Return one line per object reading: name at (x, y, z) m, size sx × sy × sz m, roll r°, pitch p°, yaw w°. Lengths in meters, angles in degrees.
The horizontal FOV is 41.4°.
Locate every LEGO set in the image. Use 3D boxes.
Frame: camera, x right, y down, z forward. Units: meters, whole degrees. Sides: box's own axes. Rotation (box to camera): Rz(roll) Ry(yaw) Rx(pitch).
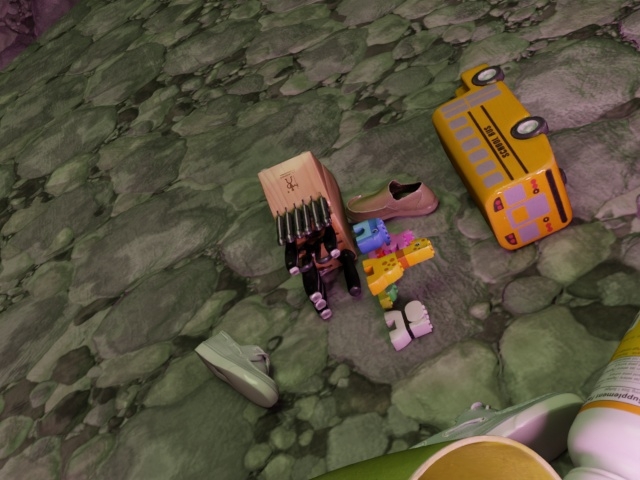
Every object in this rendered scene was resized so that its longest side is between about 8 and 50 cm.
LEGO set at (0.109, 0.029, 1.138) m, size 0.093 × 0.087 × 0.227 m, roll -23°, pitch 35°, yaw 9°

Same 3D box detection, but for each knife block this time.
knife block at (0.000, 0.000, 1.277) m, size 0.088 × 0.242 × 0.275 m, roll -22°, pitch -10°, yaw 8°

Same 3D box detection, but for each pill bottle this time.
pill bottle at (0.310, 0.167, 0.764) m, size 0.136 × 0.136 × 0.246 m, roll 12°, pitch 51°, yaw 44°

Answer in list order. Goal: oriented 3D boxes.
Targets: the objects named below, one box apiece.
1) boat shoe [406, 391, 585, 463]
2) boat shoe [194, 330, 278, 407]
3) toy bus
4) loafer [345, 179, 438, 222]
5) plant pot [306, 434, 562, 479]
boat shoe at (0.161, 0.207, 0.872) m, size 0.227 × 0.079 × 0.081 m, roll -31°, pitch 38°, yaw 3°
boat shoe at (-0.101, 0.167, 1.139) m, size 0.063 × 0.066 × 0.184 m, roll -43°, pitch 27°, yaw -19°
toy bus at (0.256, -0.133, 1.225) m, size 0.130 × 0.108 × 0.333 m, roll -26°, pitch 34°, yaw 7°
loafer at (0.104, -0.064, 1.290) m, size 0.148 × 0.050 × 0.056 m, roll -8°, pitch 35°, yaw 21°
plant pot at (0.032, 0.307, 0.710) m, size 0.293 × 0.275 × 0.275 m, roll -17°, pitch 32°, yaw 47°
